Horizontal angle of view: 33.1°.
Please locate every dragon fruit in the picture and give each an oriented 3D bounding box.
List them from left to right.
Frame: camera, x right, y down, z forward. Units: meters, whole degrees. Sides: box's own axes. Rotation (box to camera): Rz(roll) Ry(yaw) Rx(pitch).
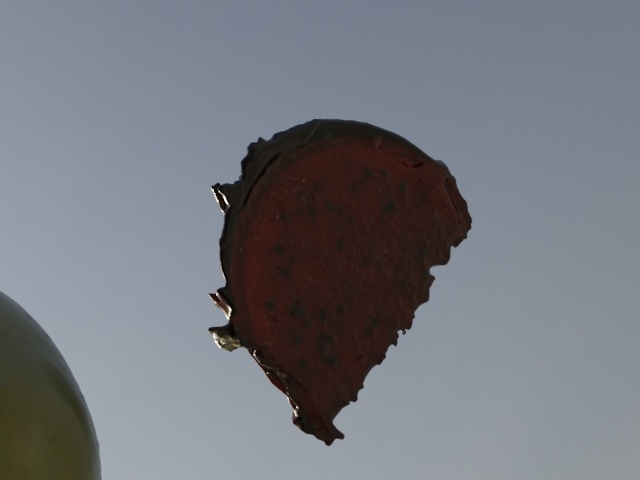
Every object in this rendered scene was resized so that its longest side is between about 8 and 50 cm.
[{"bbox_3d":[0.000,0.000,1.135,0.343,0.100,0.282,-50,-62,-29],"label":"dragon fruit"}]

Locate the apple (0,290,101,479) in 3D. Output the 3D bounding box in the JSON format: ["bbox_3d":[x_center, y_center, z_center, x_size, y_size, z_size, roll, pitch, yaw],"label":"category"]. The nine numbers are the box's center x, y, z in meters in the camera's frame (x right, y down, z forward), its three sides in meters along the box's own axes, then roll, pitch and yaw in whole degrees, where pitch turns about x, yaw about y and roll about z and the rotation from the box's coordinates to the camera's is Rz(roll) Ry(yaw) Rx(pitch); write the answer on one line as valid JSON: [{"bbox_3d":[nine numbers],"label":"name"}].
[{"bbox_3d":[-0.376,0.224,0.765,0.473,0.473,0.474,-28,-41,-27],"label":"apple"}]
